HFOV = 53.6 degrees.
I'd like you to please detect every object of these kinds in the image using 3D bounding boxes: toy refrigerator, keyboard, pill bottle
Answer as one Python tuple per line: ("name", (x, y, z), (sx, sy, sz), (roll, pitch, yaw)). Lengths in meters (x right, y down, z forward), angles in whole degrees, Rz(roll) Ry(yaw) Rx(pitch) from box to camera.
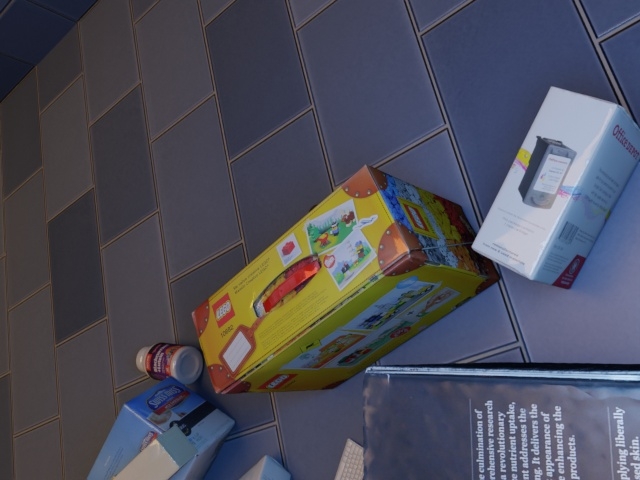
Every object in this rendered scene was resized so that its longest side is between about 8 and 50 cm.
("toy refrigerator", (-0.417, 0.547, 1.446), (0.269, 0.102, 0.094), (-44, 82, 11))
("keyboard", (0.049, 0.581, 1.427), (0.072, 0.014, 0.256), (20, 94, 40))
("pill bottle", (-0.436, 0.348, 1.808), (0.193, 0.108, 0.108), (-2, 80, 39))

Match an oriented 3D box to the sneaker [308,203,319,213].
("sneaker", (0.000, 0.000, 1.504), (0.086, 0.132, 0.229), (-38, 60, 28))

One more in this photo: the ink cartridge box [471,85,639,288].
("ink cartridge box", (0.423, -0.081, 1.115), (0.131, 0.226, 0.307), (30, 99, 38))

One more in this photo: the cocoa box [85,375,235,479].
("cocoa box", (-0.426, 0.575, 1.632), (0.227, 0.231, 0.347), (32, 104, 12))

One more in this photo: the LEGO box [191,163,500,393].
("LEGO box", (0.051, 0.112, 1.286), (0.500, 0.372, 0.193), (-39, 59, 26))

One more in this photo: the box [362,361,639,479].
("box", (0.382, 0.321, 0.903), (0.471, 0.479, 0.298), (-6, 79, 39))

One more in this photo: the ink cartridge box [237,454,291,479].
("ink cartridge box", (-0.225, 0.712, 1.420), (0.091, 0.385, 0.308), (41, 113, -7))
